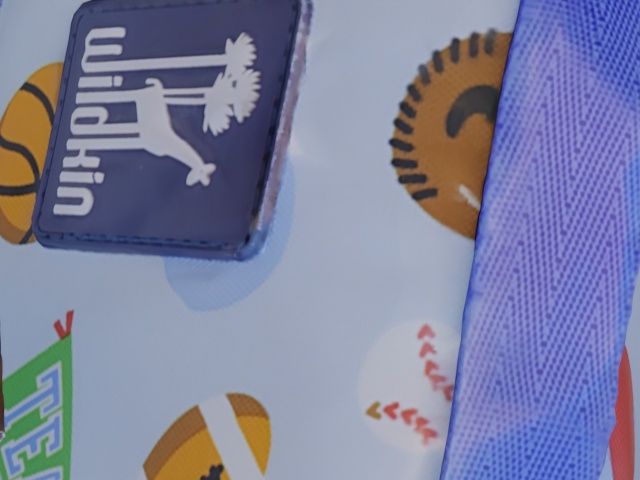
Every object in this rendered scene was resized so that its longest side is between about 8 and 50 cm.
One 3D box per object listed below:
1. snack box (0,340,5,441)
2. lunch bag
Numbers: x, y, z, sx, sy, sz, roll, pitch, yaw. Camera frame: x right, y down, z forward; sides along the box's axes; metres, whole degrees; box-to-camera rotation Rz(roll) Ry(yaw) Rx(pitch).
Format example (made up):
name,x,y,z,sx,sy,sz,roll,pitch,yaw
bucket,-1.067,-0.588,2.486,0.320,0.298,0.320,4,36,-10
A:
name,x,y,z,sx,sy,sz,roll,pitch,yaw
snack box,-0.143,-0.007,0.344,0.178,0.064,0.022,26,113,-25
lunch bag,0.000,0.000,0.578,0.239,0.328,0.385,13,171,-13
